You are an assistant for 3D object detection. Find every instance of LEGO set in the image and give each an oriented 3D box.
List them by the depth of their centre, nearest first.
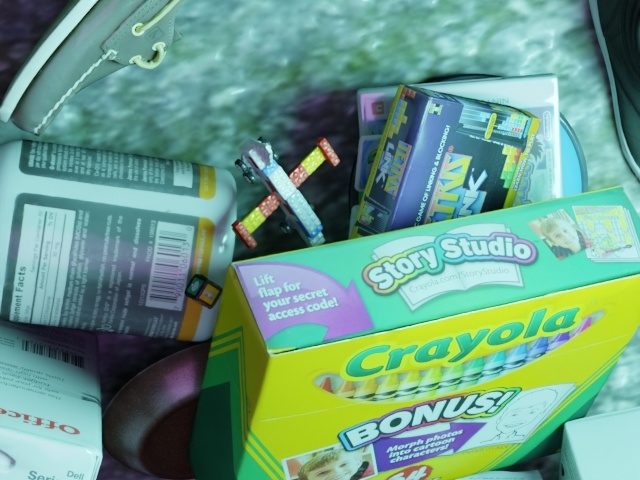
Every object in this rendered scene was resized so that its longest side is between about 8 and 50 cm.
[{"bbox_3d":[0.000,0.000,1.494,0.244,0.060,0.182,-3,105,-34],"label":"LEGO set"}]

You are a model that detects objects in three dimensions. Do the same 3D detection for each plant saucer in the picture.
[{"bbox_3d":[-0.105,0.168,1.608,0.199,0.036,0.198,-16,142,-13],"label":"plant saucer"}]

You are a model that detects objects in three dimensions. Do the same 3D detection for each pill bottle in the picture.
[{"bbox_3d":[-0.221,-0.003,1.528,0.278,0.162,0.162,8,106,-9],"label":"pill bottle"}]

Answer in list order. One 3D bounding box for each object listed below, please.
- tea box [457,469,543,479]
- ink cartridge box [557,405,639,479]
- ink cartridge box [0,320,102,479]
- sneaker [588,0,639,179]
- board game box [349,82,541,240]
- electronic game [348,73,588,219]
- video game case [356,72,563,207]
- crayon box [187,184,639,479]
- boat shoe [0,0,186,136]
[{"bbox_3d":[0.065,0.392,1.588,0.329,0.323,0.220,0,124,-8],"label":"tea box"},{"bbox_3d":[0.285,0.276,1.643,0.087,0.153,0.208,-11,146,-3],"label":"ink cartridge box"},{"bbox_3d":[-0.300,0.154,1.507,0.198,0.273,0.114,16,105,-12],"label":"ink cartridge box"},{"bbox_3d":[0.333,-0.123,1.573,0.105,0.147,0.295,-24,110,-2],"label":"sneaker"},{"bbox_3d":[0.107,-0.043,1.512,0.141,0.048,0.170,5,107,-42],"label":"board game box"},{"bbox_3d":[0.140,-0.044,1.623,0.229,0.048,0.229,-2,108,-7],"label":"electronic game"},{"bbox_3d":[0.131,-0.047,1.584,0.183,0.023,0.201,-5,104,0],"label":"video game case"},{"bbox_3d":[0.084,0.111,1.506,0.363,0.106,0.313,-12,148,-20],"label":"crayon box"},{"bbox_3d":[-0.154,-0.210,1.498,0.097,0.116,0.324,39,93,-14],"label":"boat shoe"}]
